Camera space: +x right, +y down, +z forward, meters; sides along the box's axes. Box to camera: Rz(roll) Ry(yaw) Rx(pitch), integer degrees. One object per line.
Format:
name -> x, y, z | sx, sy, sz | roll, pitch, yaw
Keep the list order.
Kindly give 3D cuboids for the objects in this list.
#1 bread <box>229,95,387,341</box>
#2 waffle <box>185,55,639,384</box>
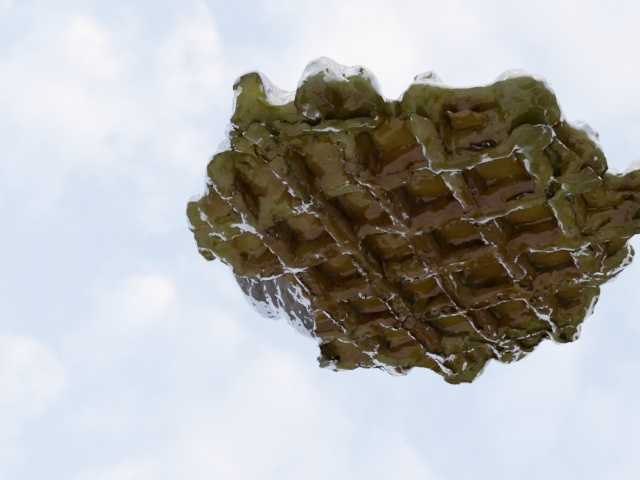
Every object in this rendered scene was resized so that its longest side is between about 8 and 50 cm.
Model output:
bread -> 0.003, -0.003, 0.752 | 0.183, 0.102, 0.337 | 58, -34, 17
waffle -> 0.048, 0.004, 0.440 | 0.291, 0.051, 0.291 | 7, -39, 6
